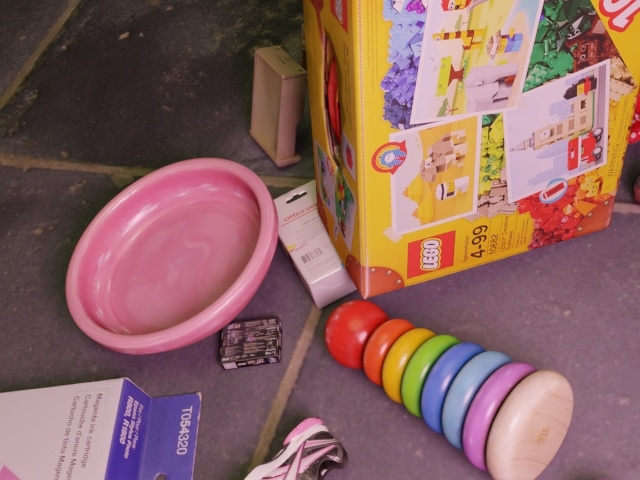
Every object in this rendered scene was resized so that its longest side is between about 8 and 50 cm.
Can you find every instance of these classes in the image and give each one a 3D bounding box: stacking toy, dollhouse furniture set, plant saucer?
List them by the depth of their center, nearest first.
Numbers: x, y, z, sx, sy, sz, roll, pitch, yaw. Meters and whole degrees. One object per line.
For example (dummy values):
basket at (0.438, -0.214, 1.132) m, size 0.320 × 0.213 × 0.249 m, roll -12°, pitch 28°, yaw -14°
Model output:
stacking toy at (0.130, 0.161, 1.166) m, size 0.330 × 0.141 × 0.141 m, roll 25°, pitch 61°, yaw 38°
plant saucer at (-0.206, 0.029, 1.397) m, size 0.332 × 0.084 × 0.332 m, roll -14°, pitch 48°, yaw 17°
dollhouse furniture set at (0.017, -0.238, 1.577) m, size 0.242 × 0.161 × 0.212 m, roll -15°, pitch 43°, yaw -26°

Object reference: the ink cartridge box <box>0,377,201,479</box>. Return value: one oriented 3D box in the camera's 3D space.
ink cartridge box at (-0.328, 0.328, 1.206) m, size 0.330 × 0.071 × 0.324 m, roll -10°, pitch 47°, yaw 12°

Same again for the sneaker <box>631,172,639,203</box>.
sneaker at (0.498, -0.022, 1.216) m, size 0.276 × 0.097 × 0.135 m, roll 22°, pitch 96°, yaw 55°

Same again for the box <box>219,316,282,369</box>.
box at (-0.095, 0.141, 1.327) m, size 0.083 × 0.018 × 0.067 m, roll -10°, pitch 48°, yaw 10°

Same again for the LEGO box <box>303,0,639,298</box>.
LEGO box at (0.184, -0.209, 1.177) m, size 0.372 × 0.500 × 0.193 m, roll -16°, pitch 45°, yaw -12°

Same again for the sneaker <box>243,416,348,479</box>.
sneaker at (-0.038, 0.294, 1.142) m, size 0.077 × 0.072 × 0.178 m, roll 35°, pitch 72°, yaw 26°

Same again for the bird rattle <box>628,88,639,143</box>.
bird rattle at (0.547, -0.175, 1.361) m, size 0.207 × 0.143 × 0.253 m, roll -26°, pitch 33°, yaw -21°

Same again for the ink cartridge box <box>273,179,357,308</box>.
ink cartridge box at (0.000, 0.000, 1.391) m, size 0.104 × 0.061 × 0.181 m, roll -26°, pitch 47°, yaw -6°
